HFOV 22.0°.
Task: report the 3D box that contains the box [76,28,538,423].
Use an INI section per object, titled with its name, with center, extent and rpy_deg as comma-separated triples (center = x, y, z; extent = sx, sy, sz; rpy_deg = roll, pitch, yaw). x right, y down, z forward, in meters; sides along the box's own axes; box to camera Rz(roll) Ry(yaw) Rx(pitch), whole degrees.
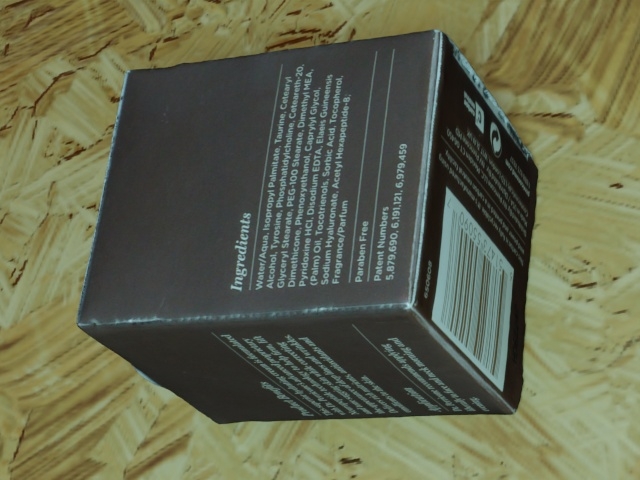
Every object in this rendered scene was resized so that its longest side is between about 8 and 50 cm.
[box]
center = 0.000, 0.000, 0.943
extent = 0.203, 0.168, 0.167
rpy_deg = -4, 64, 25
